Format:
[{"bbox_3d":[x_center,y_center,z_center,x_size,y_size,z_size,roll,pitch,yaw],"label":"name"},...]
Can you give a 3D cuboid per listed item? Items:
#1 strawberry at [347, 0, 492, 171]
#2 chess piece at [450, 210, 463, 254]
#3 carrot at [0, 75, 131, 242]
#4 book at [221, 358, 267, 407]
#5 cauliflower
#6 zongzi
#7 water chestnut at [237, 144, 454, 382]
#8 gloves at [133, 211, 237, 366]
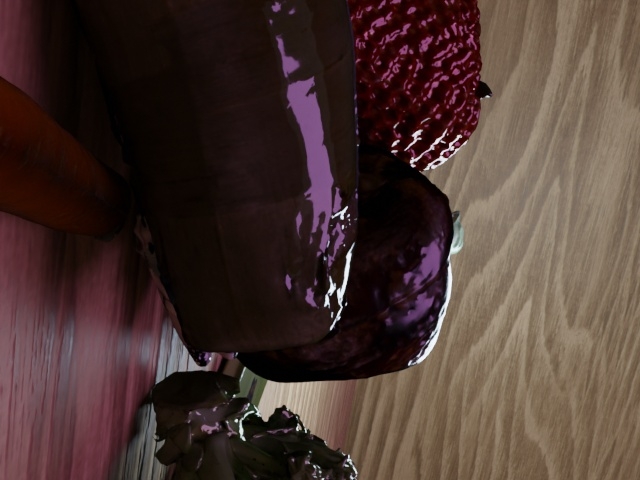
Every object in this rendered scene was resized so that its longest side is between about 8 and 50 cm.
[{"bbox_3d":[0.057,-0.261,0.996,0.351,0.267,0.312,22,68,-47],"label":"strawberry"},{"bbox_3d":[0.172,-0.009,1.757,0.176,0.298,0.175,11,90,-82],"label":"chess piece"},{"bbox_3d":[-0.176,-0.046,0.453,0.225,0.067,0.067,60,43,-78],"label":"carrot"},{"bbox_3d":[-0.137,0.283,1.154,0.239,0.035,0.352,92,14,-52],"label":"book"},{"bbox_3d":[-0.101,0.258,0.852,0.275,0.272,0.250,162,-90,-86],"label":"cauliflower"},{"bbox_3d":[-0.046,-0.116,0.661,0.393,0.174,0.356,-67,149,-71],"label":"zongzi"},{"bbox_3d":[0.000,0.000,0.919,0.335,0.335,0.346,-54,124,-66],"label":"water chestnut"},{"bbox_3d":[-0.120,0.011,0.729,0.127,0.111,0.212,-148,-113,-81],"label":"gloves"}]
